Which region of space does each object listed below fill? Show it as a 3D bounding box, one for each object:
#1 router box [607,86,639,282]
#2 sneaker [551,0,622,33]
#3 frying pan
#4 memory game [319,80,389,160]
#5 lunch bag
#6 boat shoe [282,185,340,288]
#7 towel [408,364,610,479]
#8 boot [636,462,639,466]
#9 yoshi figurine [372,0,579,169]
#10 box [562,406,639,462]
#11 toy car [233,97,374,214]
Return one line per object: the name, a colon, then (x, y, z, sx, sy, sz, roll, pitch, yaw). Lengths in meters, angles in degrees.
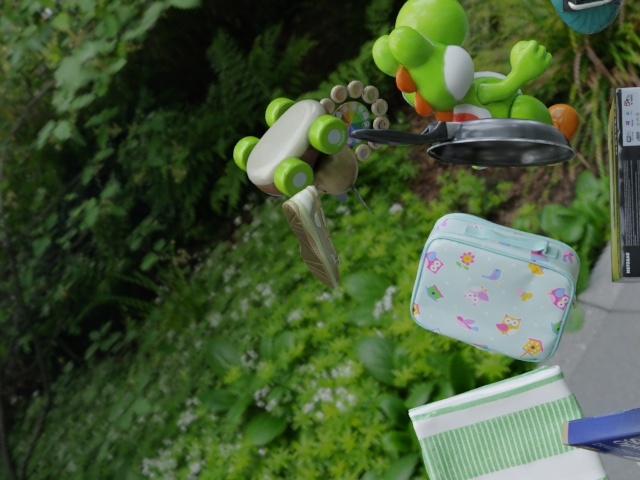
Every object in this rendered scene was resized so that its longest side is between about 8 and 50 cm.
router box: (0.537, -0.084, 1.546, 0.081, 0.309, 0.243, -1, -5, 14)
sneaker: (0.313, -0.352, 1.079, 0.108, 0.302, 0.121, -9, 49, 14)
frying pan: (0.179, -0.131, 1.214, 0.197, 0.326, 0.053, 159, 114, -78)
memory game: (0.067, -0.247, 1.938, 0.186, 0.186, 0.012, -46, 34, -4)
lunch bag: (0.310, 0.078, 1.593, 0.108, 0.279, 0.224, -54, -24, -56)
boat shoe: (-0.001, -0.001, 1.209, 0.048, 0.153, 0.056, -39, 34, -22)
towel: (0.287, 0.362, 1.299, 0.247, 0.325, 0.038, -21, -3, 13)
boot: (0.521, 0.208, 1.327, 0.088, 0.176, 0.244, 13, 38, 38)
yoshi figurine: (0.238, -0.261, 1.416, 0.203, 0.362, 0.203, -48, 37, 22)
box: (0.418, 0.237, 1.113, 0.225, 0.136, 0.037, 139, 144, -61)
toy car: (-0.004, -0.098, 1.328, 0.149, 0.188, 0.155, -51, 37, -5)
